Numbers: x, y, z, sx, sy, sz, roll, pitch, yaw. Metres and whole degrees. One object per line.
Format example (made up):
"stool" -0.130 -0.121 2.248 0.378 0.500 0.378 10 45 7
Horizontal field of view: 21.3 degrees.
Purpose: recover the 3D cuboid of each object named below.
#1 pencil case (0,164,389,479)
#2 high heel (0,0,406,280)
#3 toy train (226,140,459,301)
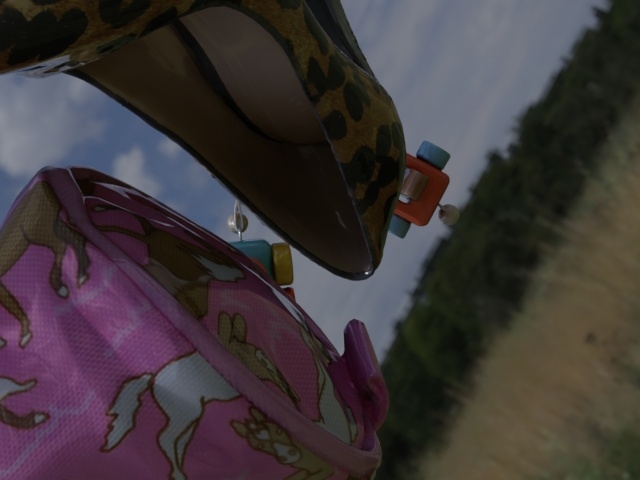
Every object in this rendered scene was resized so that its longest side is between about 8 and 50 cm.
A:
"pencil case" -0.145 0.153 0.629 0.386 0.160 0.167 -50 -26 8
"high heel" -0.043 -0.041 0.643 0.261 0.093 0.186 -37 -67 -58
"toy train" 0.000 0.000 0.970 0.166 0.125 0.046 -57 6 -1
